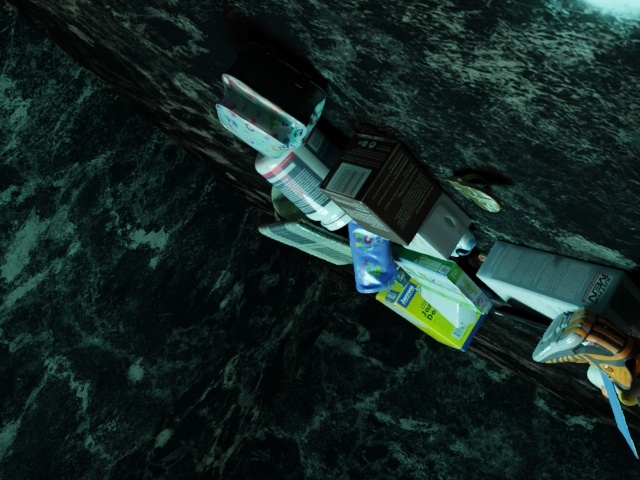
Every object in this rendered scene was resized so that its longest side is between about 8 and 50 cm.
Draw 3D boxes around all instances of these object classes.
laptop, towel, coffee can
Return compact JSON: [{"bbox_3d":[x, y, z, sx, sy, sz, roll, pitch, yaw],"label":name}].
[{"bbox_3d":[0.638,0.346,1.745,0.407,0.237,0.382,18,-179,18],"label":"laptop"},{"bbox_3d":[0.000,0.000,2.104,0.324,0.056,0.312,24,167,-24],"label":"towel"},{"bbox_3d":[0.412,0.047,2.086,0.234,0.137,0.264,33,147,-1],"label":"laptop"},{"bbox_3d":[-0.059,-0.127,2.209,0.201,0.202,0.275,33,172,3],"label":"coffee can"}]

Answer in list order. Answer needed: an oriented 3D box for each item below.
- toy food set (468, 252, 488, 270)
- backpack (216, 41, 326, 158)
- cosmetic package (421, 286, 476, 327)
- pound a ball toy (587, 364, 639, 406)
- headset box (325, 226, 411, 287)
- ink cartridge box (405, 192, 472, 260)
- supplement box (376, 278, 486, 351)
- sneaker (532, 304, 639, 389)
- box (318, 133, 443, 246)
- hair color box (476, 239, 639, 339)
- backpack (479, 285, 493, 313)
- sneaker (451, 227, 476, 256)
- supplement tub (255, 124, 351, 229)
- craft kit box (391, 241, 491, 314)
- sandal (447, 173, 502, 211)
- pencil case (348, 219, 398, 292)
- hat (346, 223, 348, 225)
[{"bbox_3d":[0.462,0.066,1.895,0.077,0.019,0.122,30,162,9],"label":"toy food set"},{"bbox_3d":[-0.114,-0.301,1.483,0.225,0.191,0.253,33,177,-3],"label":"backpack"},{"bbox_3d":[0.432,0.183,2.231,0.231,0.085,0.118,-135,35,-54],"label":"cosmetic package"},{"bbox_3d":[0.864,0.387,1.904,0.208,0.136,0.319,34,172,-10],"label":"pound a ball toy"},{"bbox_3d":[0.194,0.015,2.296,0.246,0.131,0.283,31,173,39],"label":"headset box"},{"bbox_3d":[0.264,-0.047,1.677,0.128,0.127,0.176,38,170,-29],"label":"ink cartridge box"},{"bbox_3d":[0.430,0.245,2.554,0.356,0.195,0.194,35,172,-16],"label":"supplement box"},{"bbox_3d":[0.575,0.245,1.405,0.180,0.125,0.321,33,172,9],"label":"sneaker"},{"bbox_3d":[0.143,-0.121,1.563,0.203,0.167,0.168,39,170,-39],"label":"box"},{"bbox_3d":[0.569,0.123,1.552,0.185,0.114,0.374,37,172,-30],"label":"hair color box"},{"bbox_3d":[0.533,0.197,2.244,0.105,0.084,0.114,34,177,-10],"label":"backpack"},{"bbox_3d":[0.362,0.014,1.795,0.086,0.085,0.237,51,173,7],"label":"sneaker"},{"bbox_3d":[-0.017,-0.175,1.718,0.272,0.191,0.191,42,170,-20],"label":"supplement tub"},{"bbox_3d":[0.352,0.108,1.972,0.249,0.061,0.246,24,165,48],"label":"craft kit box"},{"bbox_3d":[0.323,-0.111,1.371,0.072,0.049,0.180,43,-176,-23],"label":"sandal"},{"bbox_3d":[0.152,0.000,1.918,0.133,0.306,0.119,-3,-164,15],"label":"pencil case"},{"bbox_3d":[0.098,-0.153,2.065,0.172,0.183,0.209,18,123,22],"label":"hat"}]
